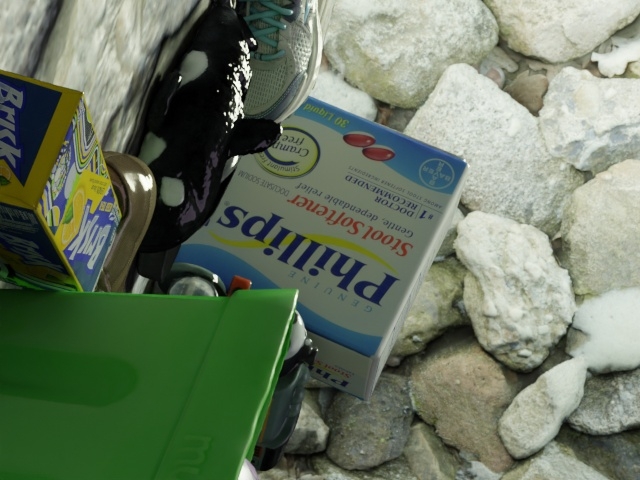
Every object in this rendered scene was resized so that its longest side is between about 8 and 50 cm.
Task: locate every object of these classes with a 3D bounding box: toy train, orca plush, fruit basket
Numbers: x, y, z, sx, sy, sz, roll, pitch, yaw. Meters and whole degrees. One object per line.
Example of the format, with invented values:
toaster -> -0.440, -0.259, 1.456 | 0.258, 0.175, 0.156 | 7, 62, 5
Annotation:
toy train -> -0.108, 0.147, 1.230 | 0.334, 0.190, 0.142 | 106, 0, -57
orca plush -> -0.083, -0.099, 0.968 | 0.287, 0.102, 0.151 | -73, 179, -49
fruit basket -> -0.051, 0.226, 0.488 | 0.392, 0.392, 0.283 | -73, 179, -57

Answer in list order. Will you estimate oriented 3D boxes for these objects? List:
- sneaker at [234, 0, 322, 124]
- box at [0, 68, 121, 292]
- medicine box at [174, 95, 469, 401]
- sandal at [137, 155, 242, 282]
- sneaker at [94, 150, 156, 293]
sneaker -> -0.051, -0.255, 1.111 | 0.122, 0.110, 0.283 | 24, 79, -72
box -> -0.137, -0.020, 0.533 | 0.169, 0.054, 0.059 | 107, 0, -73
medicine box -> 0.000, 0.000, 1.334 | 0.149, 0.263, 0.289 | 98, 18, -61
sandal -> -0.121, -0.049, 1.126 | 0.097, 0.054, 0.254 | 106, 1, -46
sneaker -> -0.156, 0.035, 0.694 | 0.071, 0.066, 0.188 | -1, 103, -72
